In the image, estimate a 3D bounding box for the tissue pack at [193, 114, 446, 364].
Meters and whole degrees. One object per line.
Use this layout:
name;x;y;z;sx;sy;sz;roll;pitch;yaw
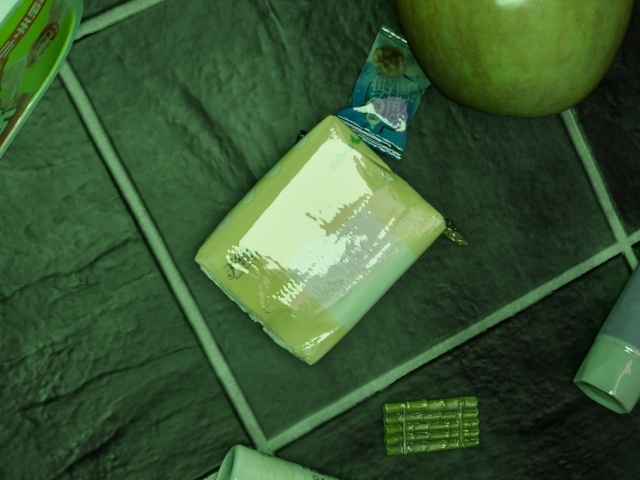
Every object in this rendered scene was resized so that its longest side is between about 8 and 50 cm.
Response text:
tissue pack;0.000;0.000;1.036;0.186;0.090;0.222;45;89;-9

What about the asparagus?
asparagus;0.072;-0.057;1.095;0.233;0.022;0.023;30;42;-10

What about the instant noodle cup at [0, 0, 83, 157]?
instant noodle cup;-0.420;-0.210;0.865;0.308;0.294;0.294;33;85;-5

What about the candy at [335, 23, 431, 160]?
candy;0.079;-0.167;1.085;0.088;0.038;0.136;27;79;1

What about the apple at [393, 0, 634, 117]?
apple;0.194;-0.249;0.999;0.257;0.257;0.234;0;108;-13

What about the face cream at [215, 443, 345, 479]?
face cream;0.015;0.304;1.069;0.269;0.082;0.082;21;88;-14

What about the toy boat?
toy boat;0.129;0.215;1.123;0.115;0.016;0.063;-3;93;-12

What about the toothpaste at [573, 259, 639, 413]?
toothpaste;0.434;0.036;1.158;0.125;0.080;0.371;38;79;-12
